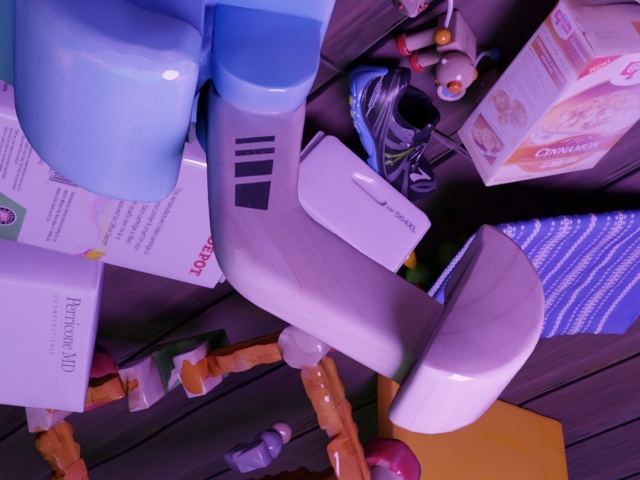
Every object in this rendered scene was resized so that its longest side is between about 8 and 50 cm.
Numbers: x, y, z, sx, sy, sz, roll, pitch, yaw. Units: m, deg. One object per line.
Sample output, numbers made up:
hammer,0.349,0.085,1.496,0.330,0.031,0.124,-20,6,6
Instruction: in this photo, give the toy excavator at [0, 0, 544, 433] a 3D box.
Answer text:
toy excavator,-0.074,-0.092,0.807,0.433,0.445,0.222,9,144,-10

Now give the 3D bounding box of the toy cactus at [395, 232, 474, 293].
toy cactus,0.123,0.055,1.321,0.219,0.112,0.180,7,155,-23

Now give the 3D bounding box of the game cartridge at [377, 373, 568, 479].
game cartridge,0.218,0.345,1.553,0.324,0.285,0.053,21,140,-25

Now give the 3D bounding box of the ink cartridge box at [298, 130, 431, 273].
ink cartridge box,0.000,0.000,1.171,0.148,0.086,0.203,40,149,-1

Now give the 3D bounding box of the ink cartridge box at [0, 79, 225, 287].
ink cartridge box,-0.200,-0.076,1.114,0.278,0.117,0.201,14,143,-17

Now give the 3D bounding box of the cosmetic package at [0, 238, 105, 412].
cosmetic package,-0.437,0.053,1.244,0.385,0.156,0.217,7,132,-7

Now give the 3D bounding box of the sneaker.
sneaker,0.085,-0.102,1.114,0.078,0.067,0.188,-5,142,19

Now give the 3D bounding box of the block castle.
block castle,-0.122,0.250,1.424,0.453,0.303,0.213,-16,-174,21

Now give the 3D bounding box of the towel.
towel,0.268,0.050,1.250,0.336,0.040,0.243,-6,146,-27

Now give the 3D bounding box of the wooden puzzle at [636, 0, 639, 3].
wooden puzzle,0.269,-0.295,0.776,0.348,0.080,0.322,18,159,-27

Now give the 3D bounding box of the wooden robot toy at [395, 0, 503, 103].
wooden robot toy,0.117,-0.158,1.025,0.076,0.079,0.173,-20,139,27

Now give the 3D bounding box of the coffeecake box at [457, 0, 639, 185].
coffeecake box,0.235,-0.136,1.017,0.142,0.068,0.185,-10,153,-31
